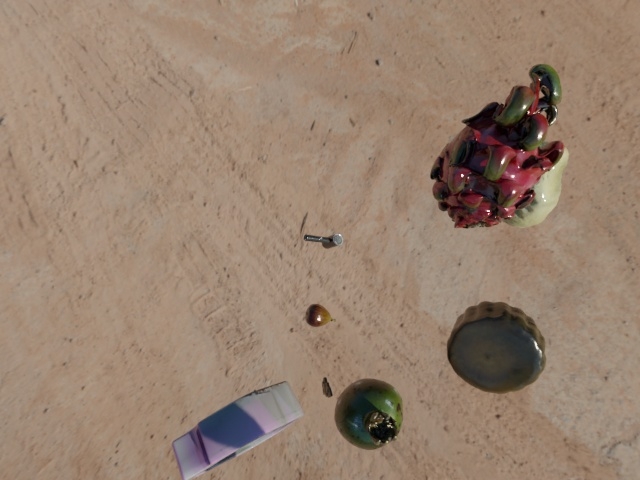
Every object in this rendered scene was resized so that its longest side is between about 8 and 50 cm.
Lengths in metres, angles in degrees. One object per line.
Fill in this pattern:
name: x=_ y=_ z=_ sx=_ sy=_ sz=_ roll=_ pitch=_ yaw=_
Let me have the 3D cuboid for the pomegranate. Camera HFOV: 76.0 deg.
pomegranate: x=0.190 y=0.586 z=1.388 sx=0.243 sy=0.306 sz=0.242 roll=10 pitch=68 yaw=-26

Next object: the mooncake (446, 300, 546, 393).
mooncake: x=0.566 y=0.336 z=1.326 sx=0.290 sy=0.290 sz=0.161 roll=43 pitch=32 yaw=4

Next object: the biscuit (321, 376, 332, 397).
biscuit: x=0.025 y=0.602 z=1.652 sx=0.016 sy=0.092 sz=0.082 roll=-2 pitch=109 yaw=-22

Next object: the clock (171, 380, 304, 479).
clock: x=-0.212 y=0.503 z=1.091 sx=0.339 sy=0.338 sz=0.102 roll=-26 pitch=67 yaw=-11

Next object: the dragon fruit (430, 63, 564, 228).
dragon fruit: x=0.314 y=-0.139 z=0.722 sx=0.219 sy=0.272 sz=0.198 roll=-11 pitch=72 yaw=-17

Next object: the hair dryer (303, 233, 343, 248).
hair dryer: x=0.000 y=0.000 z=0.836 sx=0.083 sy=0.047 sz=0.026 roll=5 pitch=74 yaw=-33

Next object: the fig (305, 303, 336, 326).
fig: x=0.008 y=0.280 z=1.501 sx=0.125 sy=0.089 sz=0.088 roll=15 pitch=76 yaw=-17

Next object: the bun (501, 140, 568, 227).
bun: x=0.516 y=-0.149 z=1.039 sx=0.145 sy=0.229 sz=0.229 roll=15 pitch=76 yaw=-4
